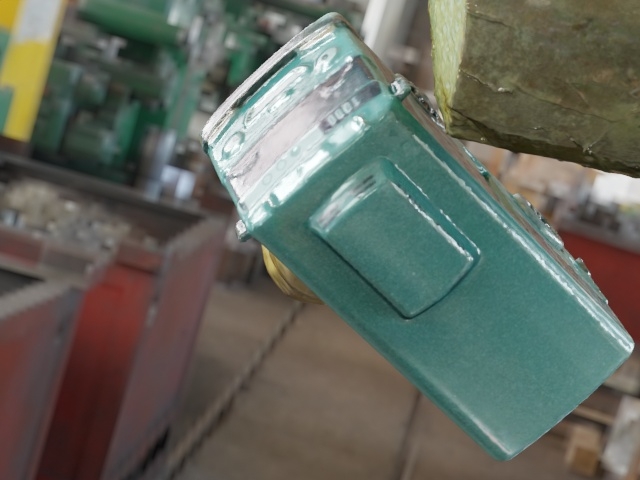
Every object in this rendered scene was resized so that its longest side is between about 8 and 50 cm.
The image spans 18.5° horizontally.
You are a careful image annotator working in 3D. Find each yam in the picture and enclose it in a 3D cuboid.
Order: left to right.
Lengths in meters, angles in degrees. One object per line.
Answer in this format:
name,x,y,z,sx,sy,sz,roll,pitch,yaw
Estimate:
yam,0.179,-0.109,1.054,0.268,0.161,0.161,11,8,-4

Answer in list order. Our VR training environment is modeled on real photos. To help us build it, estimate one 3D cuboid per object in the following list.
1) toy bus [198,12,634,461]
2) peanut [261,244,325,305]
toy bus,0.059,0.001,1.169,0.256,0.128,0.147,43,10,-28
peanut,0.000,0.000,1.594,0.098,0.103,0.229,27,-4,-6
